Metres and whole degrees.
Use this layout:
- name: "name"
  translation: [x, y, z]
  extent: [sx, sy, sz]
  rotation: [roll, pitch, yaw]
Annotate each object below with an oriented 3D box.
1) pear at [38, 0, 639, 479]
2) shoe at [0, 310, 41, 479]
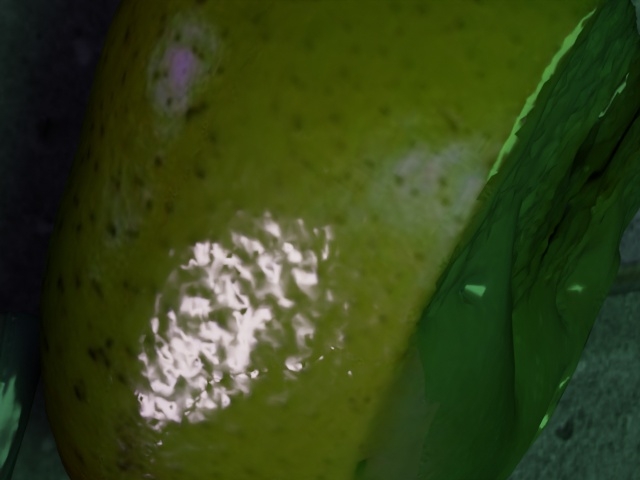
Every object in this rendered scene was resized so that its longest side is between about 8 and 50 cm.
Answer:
- name: "pear"
  translation: [0.000, 0.000, 0.835]
  extent: [0.318, 0.238, 0.342]
  rotation: [-60, 163, -1]
- name: "shoe"
  translation: [-0.182, 0.118, 0.845]
  extent: [0.078, 0.079, 0.195]
  rotation: [21, 92, -6]
